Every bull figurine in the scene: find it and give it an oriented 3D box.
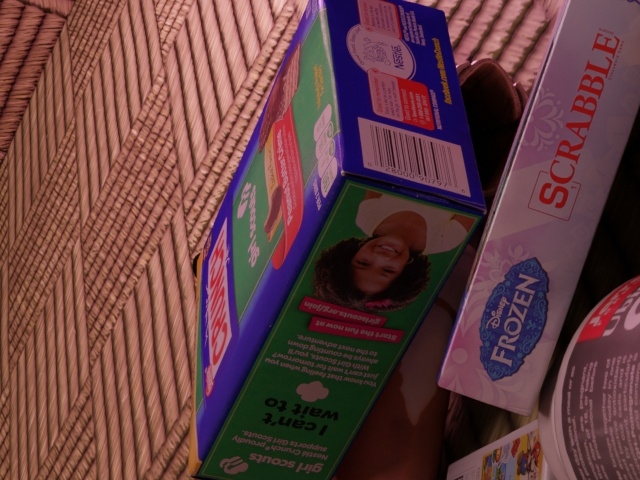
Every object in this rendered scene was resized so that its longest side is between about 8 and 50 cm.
[{"bbox_3d":[0.054,0.148,1.367,0.188,0.101,0.310,161,125,-67],"label":"bull figurine"}]

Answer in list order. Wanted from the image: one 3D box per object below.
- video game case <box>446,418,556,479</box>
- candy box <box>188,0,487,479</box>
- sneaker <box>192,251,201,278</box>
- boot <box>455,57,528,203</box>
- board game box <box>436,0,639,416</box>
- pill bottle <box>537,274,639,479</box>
[{"bbox_3d":[0.126,0.254,1.176,0.206,0.026,0.227,132,149,-66],"label":"video game case"},{"bbox_3d":[0.000,0.000,1.284,0.268,0.122,0.317,-95,24,-51],"label":"candy box"},{"bbox_3d":[-0.060,-0.001,1.685,0.097,0.135,0.276,-43,36,54],"label":"sneaker"},{"bbox_3d":[0.104,-0.117,1.402,0.203,0.095,0.262,135,148,-59],"label":"boot"},{"bbox_3d":[0.164,-0.060,1.120,0.318,0.065,0.318,-22,-49,-83],"label":"board game box"},{"bbox_3d":[0.229,0.090,0.868,0.318,0.176,0.176,145,138,-75],"label":"pill bottle"}]
